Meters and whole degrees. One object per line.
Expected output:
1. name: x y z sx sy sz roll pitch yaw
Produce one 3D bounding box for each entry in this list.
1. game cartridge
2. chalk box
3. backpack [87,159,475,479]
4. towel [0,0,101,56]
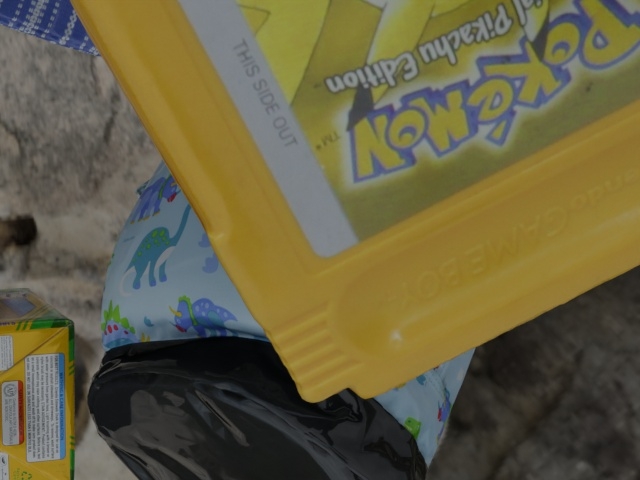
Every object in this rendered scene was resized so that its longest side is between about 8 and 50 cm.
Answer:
1. game cartridge: 0.061 -0.093 0.551 0.285 0.053 0.324 -27 124 1
2. chalk box: -0.278 0.111 0.978 0.132 0.213 0.132 -3 99 -23
3. backpack: 0.000 0.000 0.902 0.355 0.290 0.273 -49 119 -32
4. towel: -0.255 -0.299 1.020 0.336 0.040 0.243 15 101 -45
